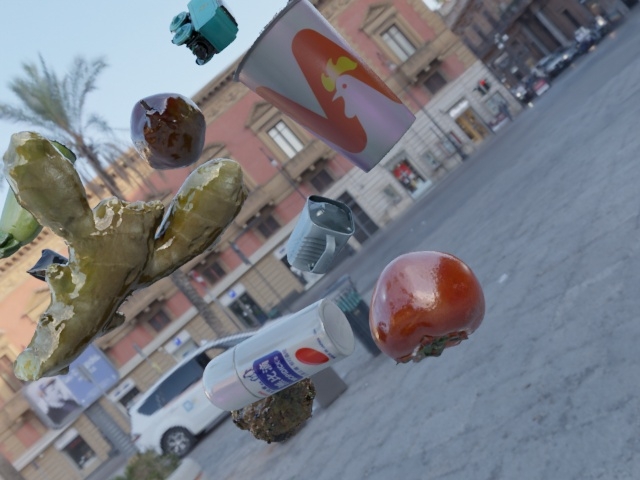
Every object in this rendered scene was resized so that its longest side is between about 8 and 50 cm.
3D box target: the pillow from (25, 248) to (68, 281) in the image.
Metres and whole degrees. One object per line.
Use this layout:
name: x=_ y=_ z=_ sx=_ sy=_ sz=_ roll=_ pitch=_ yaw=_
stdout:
pillow: x=-0.615 y=0.078 z=1.517 sx=0.048 sy=0.150 sz=0.090 roll=-44 pitch=22 yaw=52

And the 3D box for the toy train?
toy train: x=-0.284 y=-0.523 z=1.550 sx=0.154 sy=0.107 sz=0.197 roll=-37 pitch=44 yaw=14

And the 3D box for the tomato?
tomato: x=0.293 y=0.185 z=1.813 sx=0.342 sy=0.272 sz=0.341 roll=-16 pitch=-28 yaw=-8

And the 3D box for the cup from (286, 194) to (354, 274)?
cup: x=0.000 y=0.000 z=1.203 sx=0.128 sy=0.095 sz=0.129 roll=-97 pitch=27 yaw=-46

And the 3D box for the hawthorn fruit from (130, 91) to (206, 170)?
hawthorn fruit: x=-0.408 y=-0.294 z=1.634 sx=0.208 sy=0.208 sz=0.248 roll=-42 pitch=-14 yaw=1

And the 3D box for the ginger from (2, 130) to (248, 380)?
ginger: x=-0.295 y=0.026 z=0.957 sx=0.363 sy=0.122 sz=0.347 roll=-1 pitch=-69 yaw=-46

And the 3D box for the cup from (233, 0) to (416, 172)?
cup: x=0.018 y=-0.263 z=1.112 sx=0.203 sy=0.288 sz=0.203 roll=-48 pitch=6 yaw=7

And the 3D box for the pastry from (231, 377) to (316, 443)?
pastry: x=-0.142 y=0.452 z=1.816 sx=0.275 sy=0.274 sz=0.193 roll=-41 pitch=11 yaw=-15

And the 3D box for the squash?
squash: x=-0.484 y=-0.063 z=1.035 sx=0.094 sy=0.094 sz=0.224 roll=-43 pitch=32 yaw=57

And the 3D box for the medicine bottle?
medicine bottle: x=-0.102 y=0.250 z=1.326 sx=0.341 sy=0.130 sz=0.130 roll=-29 pitch=4 yaw=21
